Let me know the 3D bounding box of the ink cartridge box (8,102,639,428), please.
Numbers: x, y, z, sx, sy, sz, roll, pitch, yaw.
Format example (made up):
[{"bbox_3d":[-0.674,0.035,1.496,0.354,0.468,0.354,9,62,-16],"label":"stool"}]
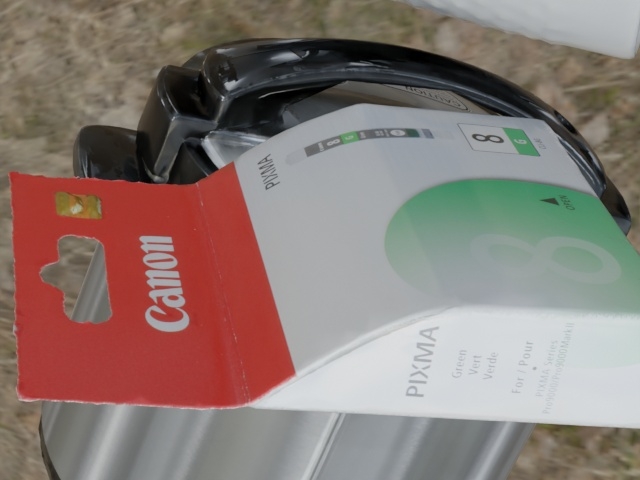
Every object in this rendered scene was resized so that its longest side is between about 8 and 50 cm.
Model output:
[{"bbox_3d":[0.000,0.000,0.696,0.225,0.181,0.056,6,115,-13],"label":"ink cartridge box"}]

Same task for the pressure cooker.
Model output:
[{"bbox_3d":[0.014,0.045,1.394,0.370,0.375,0.420,-24,143,-52],"label":"pressure cooker"}]

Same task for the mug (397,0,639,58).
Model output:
[{"bbox_3d":[0.108,-0.344,1.320,0.328,0.276,0.374,15,115,10],"label":"mug"}]
